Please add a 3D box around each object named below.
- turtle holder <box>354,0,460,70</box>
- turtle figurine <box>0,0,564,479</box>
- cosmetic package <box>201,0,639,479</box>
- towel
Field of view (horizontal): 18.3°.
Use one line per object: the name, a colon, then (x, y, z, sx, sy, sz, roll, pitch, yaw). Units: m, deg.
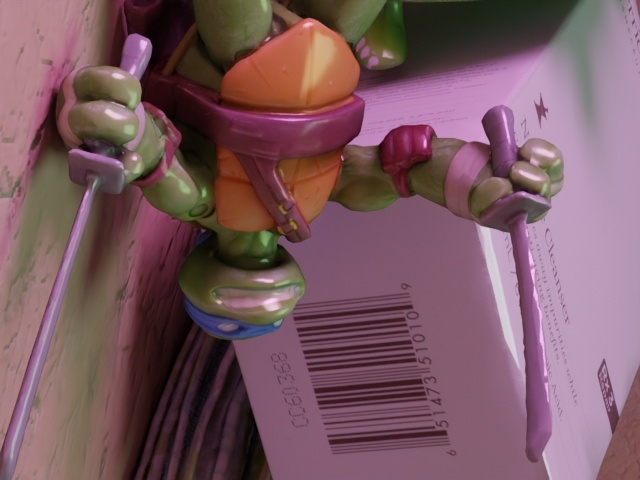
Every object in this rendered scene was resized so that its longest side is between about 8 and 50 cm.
turtle holder: (0.099, -0.246, 1.097, 0.320, 0.243, 0.227, -48, 131, -59)
turtle figurine: (0.005, -0.061, 0.768, 0.274, 0.198, 0.266, -72, 168, -72)
cosmetic package: (0.086, -0.009, 1.112, 0.385, 0.156, 0.217, -51, 130, -59)
towel: (-0.061, 0.202, 1.217, 0.374, 0.090, 0.320, 92, 14, -57)
